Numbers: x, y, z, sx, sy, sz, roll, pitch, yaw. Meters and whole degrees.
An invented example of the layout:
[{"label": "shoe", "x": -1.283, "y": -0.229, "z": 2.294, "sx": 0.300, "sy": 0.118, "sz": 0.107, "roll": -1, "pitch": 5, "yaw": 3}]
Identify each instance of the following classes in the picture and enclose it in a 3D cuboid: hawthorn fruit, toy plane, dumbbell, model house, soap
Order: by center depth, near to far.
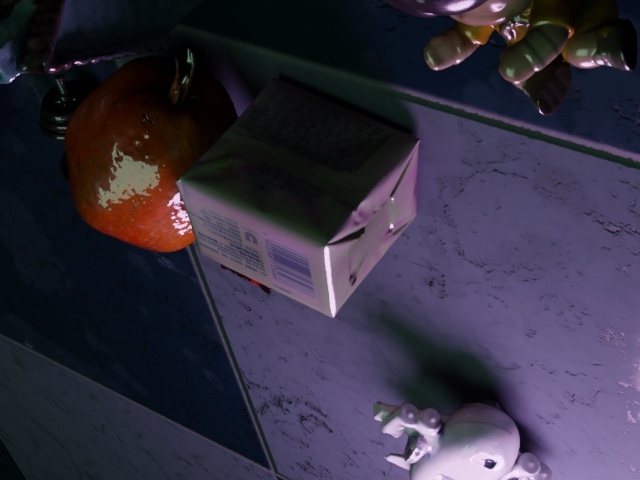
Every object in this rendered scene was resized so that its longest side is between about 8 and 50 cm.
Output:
[{"label": "model house", "x": -0.319, "y": -0.269, "z": 1.351, "sx": 0.280, "sy": 0.249, "sz": 0.230, "roll": 4, "pitch": 134, "yaw": 46}, {"label": "soap", "x": -0.018, "y": -0.049, "z": 1.368, "sx": 0.199, "sy": 0.182, "sz": 0.138, "roll": 25, "pitch": 149, "yaw": 25}, {"label": "hawthorn fruit", "x": -0.177, "y": -0.114, "z": 1.452, "sx": 0.211, "sy": 0.211, "sz": 0.299, "roll": 39, "pitch": 141, "yaw": 2}, {"label": "toy plane", "x": 0.178, "y": 0.266, "z": 1.640, "sx": 0.244, "sy": 0.117, "sz": 0.245, "roll": 15, "pitch": 149, "yaw": 9}, {"label": "dumbbell", "x": -0.305, "y": -0.133, "z": 1.666, "sx": 0.099, "sy": 0.099, "sz": 0.208, "roll": 20, "pitch": 145, "yaw": 31}]

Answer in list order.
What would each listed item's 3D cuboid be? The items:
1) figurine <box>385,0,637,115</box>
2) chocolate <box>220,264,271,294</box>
[{"label": "figurine", "x": 0.129, "y": -0.220, "z": 1.000, "sx": 0.192, "sy": 0.167, "sz": 0.256, "roll": -2, "pitch": 153, "yaw": 45}, {"label": "chocolate", "x": -0.087, "y": 0.016, "z": 1.691, "sx": 0.086, "sy": 0.028, "sz": 0.182, "roll": 29, "pitch": 150, "yaw": 5}]
